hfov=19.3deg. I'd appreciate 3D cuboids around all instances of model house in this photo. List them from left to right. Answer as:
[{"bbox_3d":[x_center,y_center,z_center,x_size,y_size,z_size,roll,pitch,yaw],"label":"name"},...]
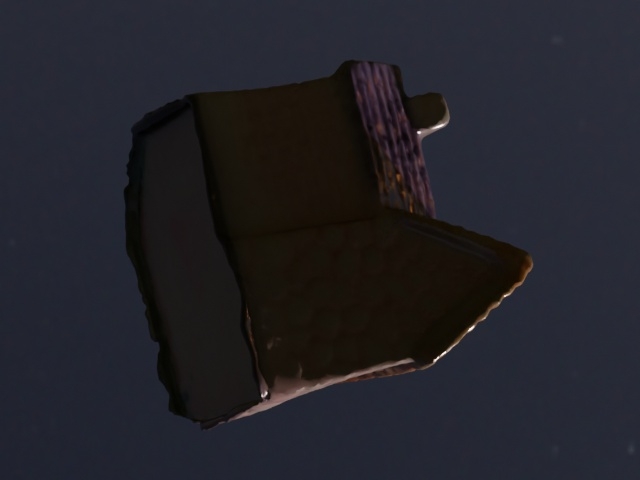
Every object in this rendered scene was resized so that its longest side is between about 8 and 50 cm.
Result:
[{"bbox_3d":[0.000,0.000,1.404,0.237,0.237,0.202,-11,170,-23],"label":"model house"}]
